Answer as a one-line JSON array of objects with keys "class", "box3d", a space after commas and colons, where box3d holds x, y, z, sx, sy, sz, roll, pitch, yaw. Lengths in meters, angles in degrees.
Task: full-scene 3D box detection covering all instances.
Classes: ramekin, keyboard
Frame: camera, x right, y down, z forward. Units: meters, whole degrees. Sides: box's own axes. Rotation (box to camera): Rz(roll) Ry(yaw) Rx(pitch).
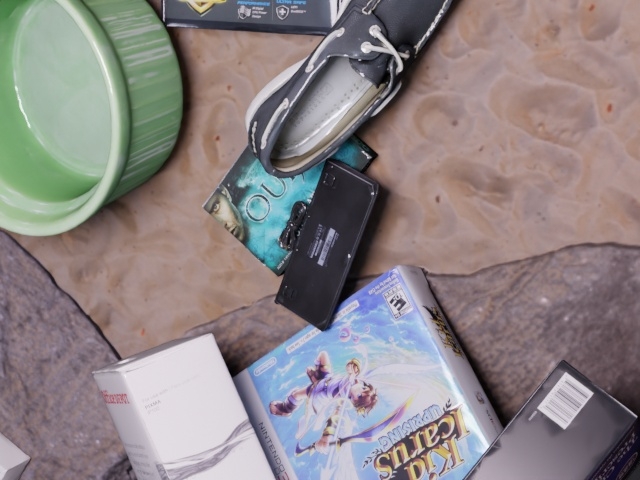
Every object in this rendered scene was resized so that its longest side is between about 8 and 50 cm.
[{"class": "ramekin", "box3d": [-0.302, -0.169, 1.636, 0.303, 0.148, 0.303, 11, 112, 30]}, {"class": "keyboard", "box3d": [0.000, 0.000, 1.603, 0.108, 0.023, 0.180, 31, 107, 34]}]

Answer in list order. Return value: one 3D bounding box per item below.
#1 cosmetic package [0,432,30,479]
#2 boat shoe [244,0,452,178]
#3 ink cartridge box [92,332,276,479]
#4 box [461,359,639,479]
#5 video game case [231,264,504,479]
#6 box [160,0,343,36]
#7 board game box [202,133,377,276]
[{"class": "cosmetic package", "box3d": [-0.480, 0.351, 1.886, 0.099, 0.060, 0.239, 36, 112, 11]}, {"class": "boat shoe", "box3d": [0.043, -0.184, 1.519, 0.114, 0.091, 0.302, 31, 111, -28]}, {"class": "ink cartridge box", "box3d": [-0.141, 0.255, 1.641, 0.117, 0.207, 0.283, -23, 92, -19]}, {"class": "box", "box3d": [0.211, 0.270, 1.462, 0.103, 0.184, 0.261, 38, 84, 22]}, {"class": "video game case", "box3d": [0.050, 0.200, 1.605, 0.269, 0.061, 0.244, -36, 70, 24]}, {"class": "box", "box3d": [-0.068, -0.318, 1.589, 0.220, 0.051, 0.175, 7, 103, 21]}, {"class": "board game box", "box3d": [-0.038, -0.068, 1.641, 0.126, 0.026, 0.186, 42, 112, 9]}]
